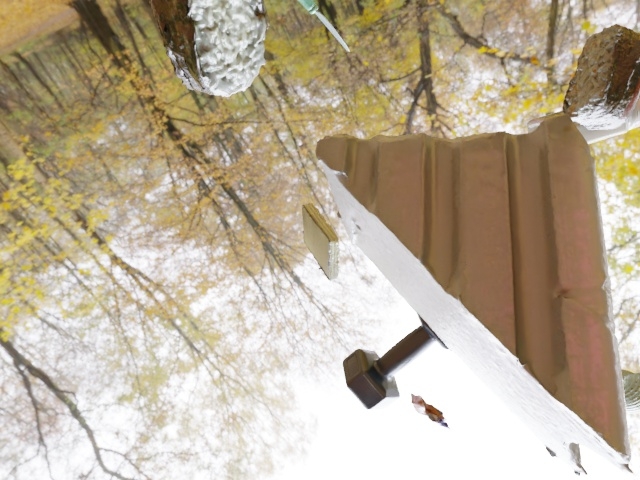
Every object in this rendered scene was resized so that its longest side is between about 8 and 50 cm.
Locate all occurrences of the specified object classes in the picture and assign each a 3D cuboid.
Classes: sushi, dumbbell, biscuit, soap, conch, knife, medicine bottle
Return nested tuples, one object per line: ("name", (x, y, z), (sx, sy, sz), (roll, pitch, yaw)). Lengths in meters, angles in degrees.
("sushi", (0.668, -0.378, 1.082), (0.126, 0.225, 0.136), (10, -172, -10))
("dumbbell", (0.204, 0.261, 1.093), (0.325, 0.160, 0.144), (-45, -124, 17))
("biscuit", (0.000, 0.000, 1.127), (0.040, 0.121, 0.199), (-10, -148, -17))
("soap", (0.120, 0.051, 0.447), (0.257, 0.159, 0.302), (2, -113, 8))
("conch", (0.404, 0.192, 0.594), (0.076, 0.085, 0.057), (-30, -114, 31))
("sushi", (-0.218, -0.451, 0.872), (0.170, 0.350, 0.211), (31, -120, 24))
("knife", (0.001, -0.649, 1.331), (0.035, 0.260, 0.063), (-48, -161, 3))
("medicine bottle", (0.751, -0.330, 1.295), (0.296, 0.111, 0.161), (-15, -157, -5))

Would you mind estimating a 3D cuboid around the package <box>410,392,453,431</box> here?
("package", (0.255, 0.396, 1.060), (0.033, 0.077, 0.110), (-51, -145, -12))
